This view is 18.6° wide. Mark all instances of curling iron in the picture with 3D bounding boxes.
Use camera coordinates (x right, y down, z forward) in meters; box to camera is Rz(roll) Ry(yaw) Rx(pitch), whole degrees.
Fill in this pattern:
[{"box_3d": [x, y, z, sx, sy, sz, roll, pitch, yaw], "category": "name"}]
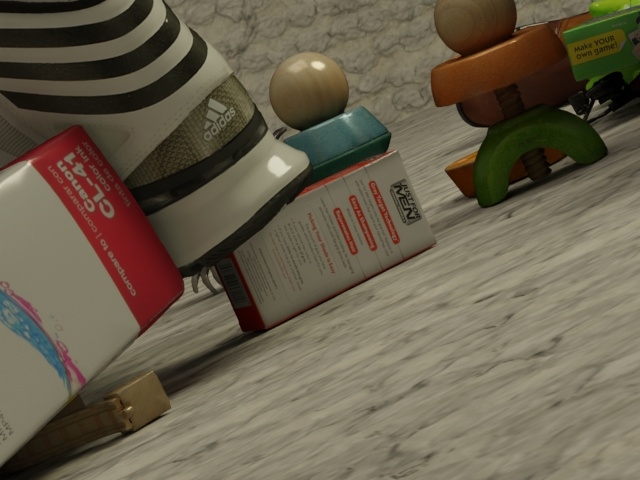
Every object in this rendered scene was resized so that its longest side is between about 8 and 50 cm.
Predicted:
[{"box_3d": [0.262, -0.122, 1.586, 0.068, 0.035, 0.274, -29, 4, -5], "category": "curling iron"}]

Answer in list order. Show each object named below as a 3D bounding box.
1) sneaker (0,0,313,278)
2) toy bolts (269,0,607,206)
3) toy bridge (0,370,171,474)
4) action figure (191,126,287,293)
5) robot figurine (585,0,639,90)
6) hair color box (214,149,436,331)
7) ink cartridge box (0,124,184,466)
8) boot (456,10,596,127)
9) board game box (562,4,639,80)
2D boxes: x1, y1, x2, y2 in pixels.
[{"box_3d": [-0.213, -0.091, 1.321, 0.447, 0.257, 0.169, -14, 24, 50], "category": "sneaker"}, {"box_3d": [0.076, -0.098, 1.479, 0.228, 0.158, 0.218, -23, 5, 5], "category": "toy bolts"}, {"box_3d": [-0.161, 0.112, 1.130, 0.063, 0.026, 0.188, -31, 8, -40], "category": "toy bridge"}, {"box_3d": [-0.080, -0.030, 1.645, 0.276, 0.141, 0.164, 13, -23, 5], "category": "action figure"}, {"box_3d": [0.291, -0.182, 1.817, 0.115, 0.101, 0.067, -43, -35, 26], "category": "robot figurine"}, {"box_3d": [0.000, 0.000, 1.299, 0.141, 0.072, 0.043, -25, 5, -25], "category": "hair color box"}, {"box_3d": [-0.245, 0.076, 1.081, 0.226, 0.131, 0.306, -26, 8, 28], "category": "ink cartridge box"}, {"box_3d": [0.294, -0.180, 1.982, 0.264, 0.096, 0.280, -18, 10, -14], "category": "boot"}, {"box_3d": [0.372, -0.205, 1.641, 0.317, 0.046, 0.213, -15, 4, 15], "category": "board game box"}]
